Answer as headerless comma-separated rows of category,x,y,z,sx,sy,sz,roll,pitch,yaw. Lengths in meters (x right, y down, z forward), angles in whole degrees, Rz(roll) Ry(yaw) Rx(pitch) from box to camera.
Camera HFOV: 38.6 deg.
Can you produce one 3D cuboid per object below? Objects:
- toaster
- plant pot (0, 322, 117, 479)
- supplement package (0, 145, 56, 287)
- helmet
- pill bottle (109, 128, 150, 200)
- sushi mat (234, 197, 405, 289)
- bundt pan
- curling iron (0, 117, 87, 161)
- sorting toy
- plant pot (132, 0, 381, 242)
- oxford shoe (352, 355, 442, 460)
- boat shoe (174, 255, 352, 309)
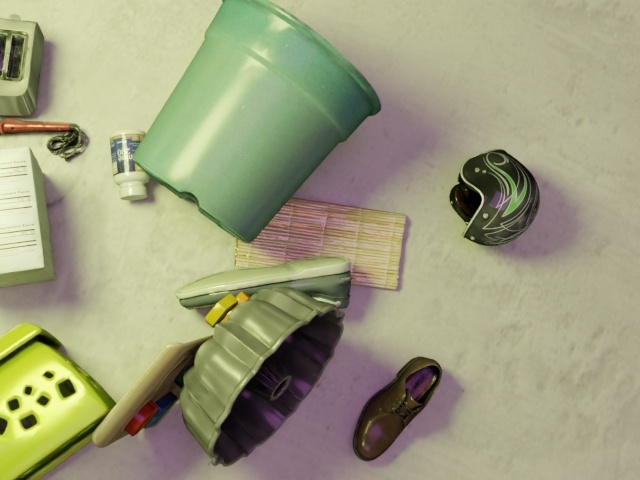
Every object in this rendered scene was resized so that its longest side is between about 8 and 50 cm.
toaster,-0.586,-0.307,1.608,0.168,0.110,0.185,5,77,-8
plant pot,-0.481,0.268,1.495,0.227,0.228,0.207,-36,82,-12
supplement package,-0.540,-0.031,1.538,0.149,0.194,0.203,-8,83,-12
helmet,0.328,-0.073,1.714,0.170,0.169,0.161,-21,69,-12
pill bottle,-0.343,-0.136,1.653,0.067,0.067,0.120,-6,83,-11
sushi mat,0.000,0.000,1.719,0.317,0.019,0.151,8,81,-9
bundt pan,-0.110,0.211,1.530,0.124,0.331,0.331,36,76,21
curling iron,-0.560,-0.192,1.640,0.274,0.035,0.068,7,81,-9
sorting toy,-0.227,0.213,1.505,0.041,0.229,0.307,41,94,11
plant pot,-0.127,-0.196,1.582,0.341,0.341,0.334,36,84,-3
oxford shoe,0.139,0.303,1.660,0.083,0.096,0.227,38,79,-5
boat shoe,-0.097,0.099,1.639,0.320,0.116,0.099,-9,103,-10
